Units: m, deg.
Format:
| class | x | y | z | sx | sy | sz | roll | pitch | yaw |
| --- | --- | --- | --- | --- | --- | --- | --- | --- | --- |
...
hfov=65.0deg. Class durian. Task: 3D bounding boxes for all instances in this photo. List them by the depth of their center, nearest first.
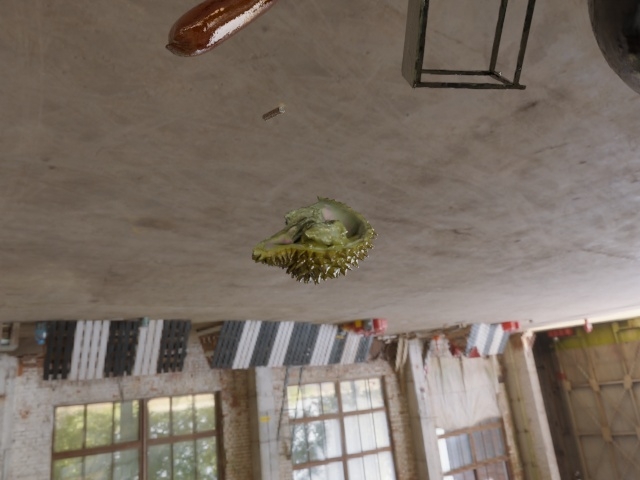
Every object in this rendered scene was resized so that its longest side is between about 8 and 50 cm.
| class | x | y | z | sx | sy | sz | roll | pitch | yaw |
| --- | --- | --- | --- | --- | --- | --- | --- | --- | --- |
| durian | 0.000 | 0.000 | 0.978 | 0.172 | 0.166 | 0.306 | -25 | -176 | 39 |

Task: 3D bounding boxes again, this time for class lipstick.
| class | x | y | z | sx | sy | sz | roll | pitch | yaw |
| --- | --- | --- | --- | --- | --- | --- | --- | --- | --- |
| lipstick | -0.116 | -0.313 | 1.237 | 0.019 | 0.018 | 0.094 | 4 | 178 | -31 |

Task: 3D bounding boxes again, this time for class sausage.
| class | x | y | z | sx | sy | sz | roll | pitch | yaw |
| --- | --- | --- | --- | --- | --- | --- | --- | --- | --- |
| sausage | -0.168 | -0.429 | 0.936 | 0.089 | 0.300 | 0.083 | 6 | 138 | 45 |

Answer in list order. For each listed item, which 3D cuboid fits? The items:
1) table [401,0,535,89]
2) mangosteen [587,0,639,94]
| class | x | y | z | sx | sy | sz | roll | pitch | yaw |
| --- | --- | --- | --- | --- | --- | --- | --- | --- | --- |
| table | 0.358 | -0.550 | 1.205 | 0.273 | 0.334 | 0.222 | 2 | -153 | 1 |
| mangosteen | 0.486 | -0.248 | 0.506 | 0.383 | 0.434 | 0.382 | -14 | -154 | 7 |
